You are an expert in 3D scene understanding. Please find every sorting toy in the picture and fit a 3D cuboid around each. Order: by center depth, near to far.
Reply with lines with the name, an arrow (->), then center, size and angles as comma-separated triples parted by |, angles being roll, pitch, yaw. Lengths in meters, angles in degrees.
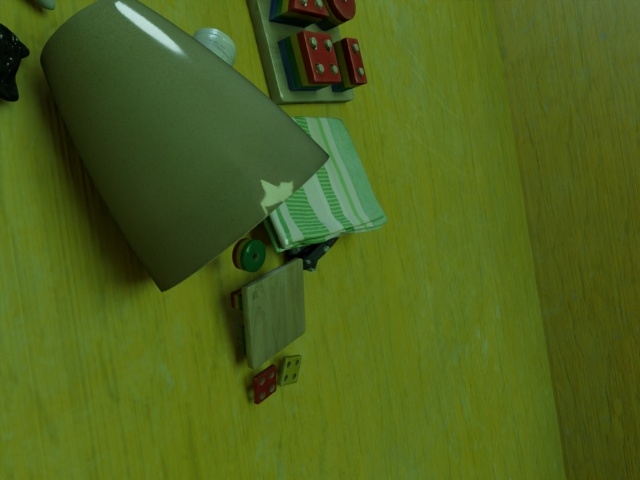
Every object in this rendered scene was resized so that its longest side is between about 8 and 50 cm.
sorting toy -> -0.080, 0.113, 0.790 | 0.132, 0.046, 0.274 | -28, 122, -51
sorting toy -> -0.010, -0.398, 0.974 | 0.257, 0.090, 0.255 | -22, 101, -53

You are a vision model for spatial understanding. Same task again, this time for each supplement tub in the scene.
supplement tub -> -0.168, -0.244, 0.743 | 0.071, 0.071, 0.107 | 39, 52, -43

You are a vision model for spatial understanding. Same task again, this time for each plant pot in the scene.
plant pot -> -0.172, -0.127, 0.596 | 0.274, 0.257, 0.256 | 52, 43, -11

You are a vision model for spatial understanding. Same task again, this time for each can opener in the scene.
can opener -> 0.000, 0.000, 0.927 | 0.186, 0.059, 0.073 | -36, 134, -53

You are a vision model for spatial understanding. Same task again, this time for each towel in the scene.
towel -> -0.010, -0.115, 0.917 | 0.325, 0.038, 0.247 | -15, 81, -53

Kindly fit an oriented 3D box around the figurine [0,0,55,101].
figurine -> -0.356, -0.275, 0.495 | 0.209, 0.093, 0.214 | 41, 51, -52
